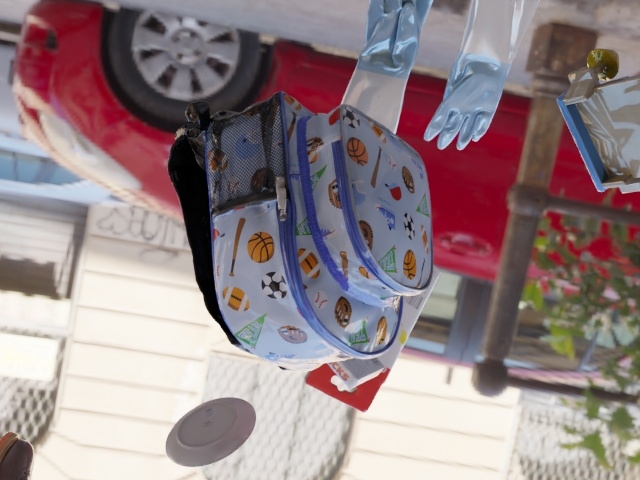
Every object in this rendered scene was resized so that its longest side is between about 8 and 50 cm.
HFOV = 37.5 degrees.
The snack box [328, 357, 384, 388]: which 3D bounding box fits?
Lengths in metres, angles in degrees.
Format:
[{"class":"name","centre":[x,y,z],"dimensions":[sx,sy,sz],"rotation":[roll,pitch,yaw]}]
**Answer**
[{"class":"snack box","centre":[0.002,0.107,1.190],"dimensions":[0.178,0.022,0.064],"rotation":[48,-147,19]}]

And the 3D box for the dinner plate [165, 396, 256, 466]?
[{"class":"dinner plate","centre":[-0.162,0.272,1.369],"dimensions":[0.141,0.017,0.141],"rotation":[-15,-152,8]}]

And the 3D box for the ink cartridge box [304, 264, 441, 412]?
[{"class":"ink cartridge box","centre":[0.055,0.108,1.317],"dimensions":[0.134,0.231,0.078],"rotation":[33,172,-35]}]

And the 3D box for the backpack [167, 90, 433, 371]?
[{"class":"backpack","centre":[0.000,0.000,0.980],"dimensions":[0.213,0.263,0.276],"rotation":[-10,161,36]}]

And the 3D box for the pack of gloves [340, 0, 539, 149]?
[{"class":"pack of gloves","centre":[0.134,-0.222,1.154],"dimensions":[0.195,0.232,0.046],"rotation":[10,-145,-10]}]

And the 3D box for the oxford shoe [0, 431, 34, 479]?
[{"class":"oxford shoe","centre":[-0.367,0.386,1.122],"dimensions":[0.133,0.130,0.363],"rotation":[12,-143,-15]}]

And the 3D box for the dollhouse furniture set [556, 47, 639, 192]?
[{"class":"dollhouse furniture set","centre":[0.492,-0.133,1.129],"dimensions":[0.198,0.303,0.286],"rotation":[-38,-165,-28]}]
